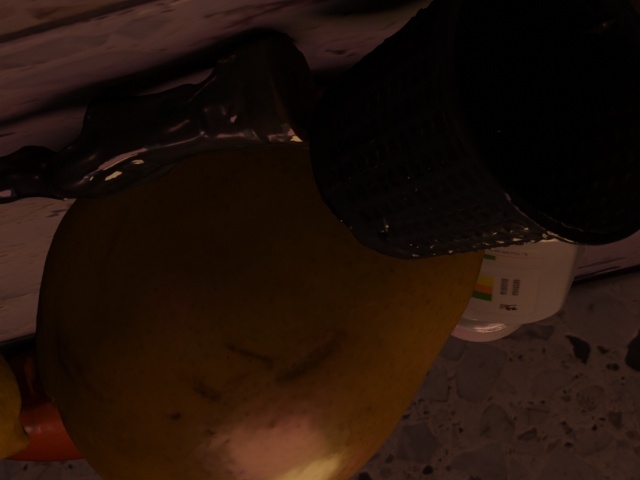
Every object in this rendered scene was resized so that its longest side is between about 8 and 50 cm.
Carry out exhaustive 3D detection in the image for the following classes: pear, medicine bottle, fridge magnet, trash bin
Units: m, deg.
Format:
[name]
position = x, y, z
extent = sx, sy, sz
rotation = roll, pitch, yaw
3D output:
[pear]
position = -0.040, 0.037, 1.370
extent = 0.336, 0.285, 0.285
rotation = -39, 174, -5
[medicine bottle]
position = 0.131, -0.008, 1.574
extent = 0.161, 0.111, 0.296
rotation = 21, 165, 8
[fridge magnet]
position = -0.275, 0.194, 2.500
extent = 0.364, 0.155, 0.363
rotation = -14, 173, -2
[trash bin]
position = 0.087, -0.062, 1.108
extent = 0.175, 0.175, 0.161
rotation = -8, 170, -39

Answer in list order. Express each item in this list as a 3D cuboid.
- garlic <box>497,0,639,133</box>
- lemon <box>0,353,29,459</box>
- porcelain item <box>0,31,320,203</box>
[garlic]
position = 0.216, -0.092, 1.232
extent = 0.228, 0.152, 0.228
rotation = -16, 167, -4
[lemon]
position = -0.399, 0.162, 1.936
extent = 0.244, 0.187, 0.187
rotation = 28, 151, -27
[porcelain item]
position = -0.107, -0.060, 1.185
extent = 0.216, 0.069, 0.081
rotation = -17, 176, 19
